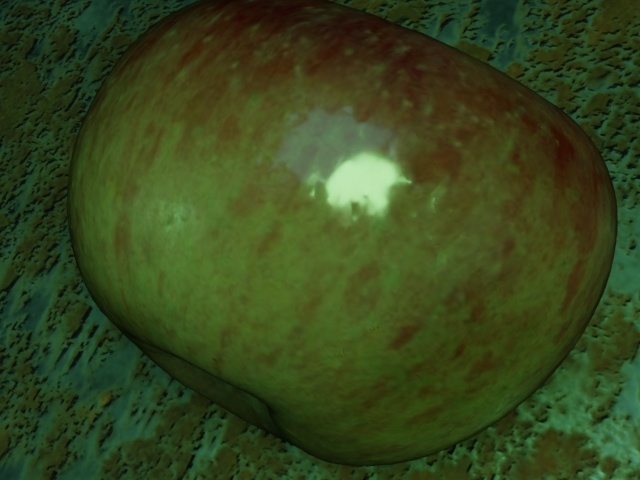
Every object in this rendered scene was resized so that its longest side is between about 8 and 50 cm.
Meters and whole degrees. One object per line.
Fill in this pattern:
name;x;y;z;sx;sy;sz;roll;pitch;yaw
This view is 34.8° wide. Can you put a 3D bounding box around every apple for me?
apple;0.000;0.000;0.651;0.344;0.345;0.269;27;94;23
